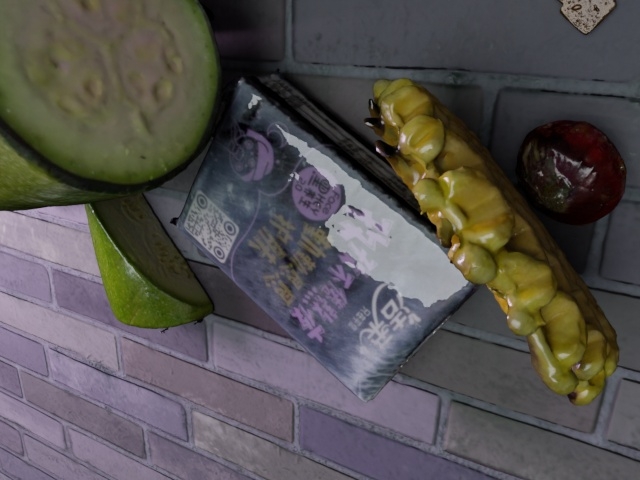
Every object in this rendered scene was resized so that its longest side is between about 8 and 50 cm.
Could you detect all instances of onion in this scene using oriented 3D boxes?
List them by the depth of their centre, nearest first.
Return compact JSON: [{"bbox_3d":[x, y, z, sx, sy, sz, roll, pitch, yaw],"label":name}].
[{"bbox_3d":[0.241,-0.067,0.531,0.107,0.097,0.107,52,167,17],"label":"onion"}]

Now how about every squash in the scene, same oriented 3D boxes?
[{"bbox_3d":[-0.333,-0.166,0.633,0.384,0.263,0.263,-1,108,43],"label":"squash"},{"bbox_3d":[-0.290,-0.012,0.851,0.203,0.111,0.289,7,110,26],"label":"squash"}]

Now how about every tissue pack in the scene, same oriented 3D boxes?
[{"bbox_3d":[0.000,0.000,0.681,0.361,0.122,0.259,40,125,10],"label":"tissue pack"}]

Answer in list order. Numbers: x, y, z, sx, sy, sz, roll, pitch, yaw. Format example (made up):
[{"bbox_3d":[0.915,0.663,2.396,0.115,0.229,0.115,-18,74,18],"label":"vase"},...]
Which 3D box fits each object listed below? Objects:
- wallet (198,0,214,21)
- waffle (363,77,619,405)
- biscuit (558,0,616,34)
[{"bbox_3d":[-0.336,-0.319,0.714,0.377,0.197,0.051,8,88,27],"label":"wallet"},{"bbox_3d":[0.155,-0.011,0.479,0.062,0.329,0.329,-38,87,20],"label":"waffle"},{"bbox_3d":[0.249,-0.238,0.504,0.082,0.016,0.092,0,109,25],"label":"biscuit"}]
